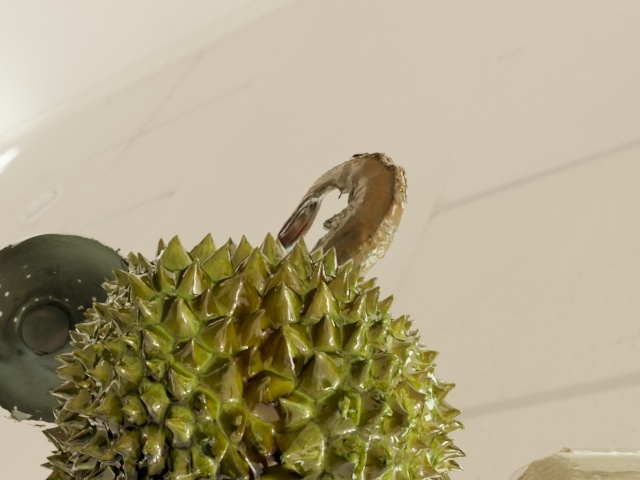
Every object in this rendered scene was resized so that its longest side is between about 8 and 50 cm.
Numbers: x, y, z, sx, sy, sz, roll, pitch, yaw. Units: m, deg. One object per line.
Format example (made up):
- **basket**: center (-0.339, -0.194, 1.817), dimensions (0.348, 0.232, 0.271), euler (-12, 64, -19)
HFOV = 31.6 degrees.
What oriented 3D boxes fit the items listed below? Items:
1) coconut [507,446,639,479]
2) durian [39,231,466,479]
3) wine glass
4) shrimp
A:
- **coconut**: center (0.222, 0.266, 0.900), dimensions (0.234, 0.224, 0.224), euler (-5, -149, 11)
- **durian**: center (-0.042, 0.116, 0.698), dimensions (0.291, 0.291, 0.224), euler (-11, -148, 46)
- **wine glass**: center (-0.277, 0.091, 1.160), dimensions (0.190, 0.190, 0.357), euler (-43, -171, -14)
- **shrimp**: center (-0.001, -0.001, 1.273), dimensions (0.253, 0.058, 0.173), euler (-44, -139, 17)
